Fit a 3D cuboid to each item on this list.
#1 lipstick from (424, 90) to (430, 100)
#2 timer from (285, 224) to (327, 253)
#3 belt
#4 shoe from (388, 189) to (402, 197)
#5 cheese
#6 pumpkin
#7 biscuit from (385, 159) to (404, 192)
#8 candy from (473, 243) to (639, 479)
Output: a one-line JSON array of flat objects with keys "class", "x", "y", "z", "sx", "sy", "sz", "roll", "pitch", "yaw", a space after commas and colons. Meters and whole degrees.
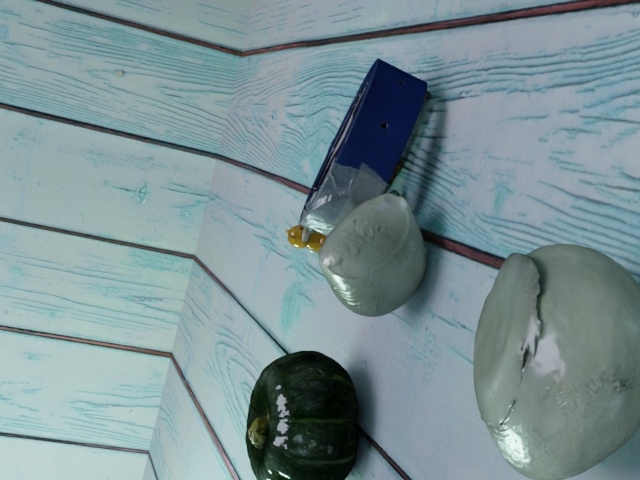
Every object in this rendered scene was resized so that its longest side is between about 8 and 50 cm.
[{"class": "lipstick", "x": 0.188, "y": -0.273, "z": 1.833, "sx": 0.094, "sy": 0.019, "sz": 0.019, "roll": 155, "pitch": 125, "yaw": -66}, {"class": "timer", "x": 0.000, "y": 0.000, "z": 1.998, "sx": 0.132, "sy": 0.152, "sz": 0.132, "roll": -168, "pitch": 90, "yaw": -71}, {"class": "belt", "x": 0.082, "y": -0.164, "z": 1.766, "sx": 0.347, "sy": 0.117, "sz": 0.212, "roll": -64, "pitch": 9, "yaw": 7}, {"class": "shoe", "x": 0.118, "y": -0.009, "z": 1.787, "sx": 0.195, "sy": 0.078, "sz": 0.079, "roll": -60, "pitch": 7, "yaw": -29}, {"class": "cheese", "x": 0.100, "y": 0.039, "z": 1.642, "sx": 0.154, "sy": 0.198, "sz": 0.189, "roll": 31, "pitch": 152, "yaw": 36}, {"class": "pumpkin", "x": -0.045, "y": 0.364, "z": 1.821, "sx": 0.300, "sy": 0.207, "sz": 0.300, "roll": -178, "pitch": 90, "yaw": -72}, {"class": "biscuit", "x": 0.104, "y": -0.101, "z": 1.905, "sx": 0.199, "sy": 0.034, "sz": 0.064, "roll": -57, "pitch": 29, "yaw": 28}, {"class": "candy", "x": 0.281, "y": 0.141, "z": 1.064, "sx": 0.295, "sy": 0.185, "sz": 0.296, "roll": -174, "pitch": 90, "yaw": -86}]
